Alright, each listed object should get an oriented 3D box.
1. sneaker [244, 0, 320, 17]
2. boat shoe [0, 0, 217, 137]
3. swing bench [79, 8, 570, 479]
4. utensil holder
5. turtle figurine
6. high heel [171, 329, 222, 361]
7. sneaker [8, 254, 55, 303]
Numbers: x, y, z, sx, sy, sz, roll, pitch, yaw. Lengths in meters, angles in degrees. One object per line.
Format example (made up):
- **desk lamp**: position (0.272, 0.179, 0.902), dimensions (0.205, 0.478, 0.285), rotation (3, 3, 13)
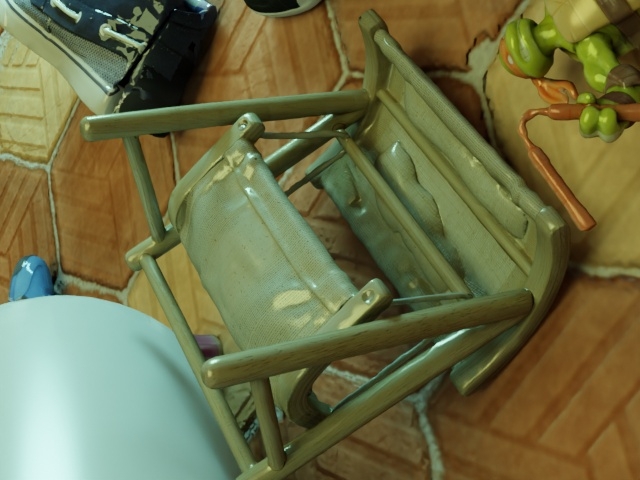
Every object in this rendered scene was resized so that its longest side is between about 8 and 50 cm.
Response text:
- **sneaker**: position (-0.025, -0.259, 0.857), dimensions (0.217, 0.121, 0.079), rotation (-14, 73, 46)
- **boat shoe**: position (-0.236, -0.255, 1.104), dimensions (0.340, 0.127, 0.158), rotation (41, 108, 34)
- **swing bench**: position (0.000, 0.000, 0.733), dimensions (0.253, 0.254, 0.165), rotation (57, 163, 38)
- **utensil holder**: position (-0.184, 0.259, 0.743), dimensions (0.327, 0.327, 0.385), rotation (-65, 25, 18)
- **turtle figurine**: position (0.192, -0.150, 0.627), dimensions (0.217, 0.087, 0.269), rotation (-33, 52, 31)
- **high heel**: position (-0.188, 0.185, 0.972), dimensions (0.244, 0.117, 0.082), rotation (-58, 47, 24)
- **sneaker**: position (-0.311, 0.109, 1.172), dimensions (0.082, 0.069, 0.209), rotation (-14, 60, 12)
